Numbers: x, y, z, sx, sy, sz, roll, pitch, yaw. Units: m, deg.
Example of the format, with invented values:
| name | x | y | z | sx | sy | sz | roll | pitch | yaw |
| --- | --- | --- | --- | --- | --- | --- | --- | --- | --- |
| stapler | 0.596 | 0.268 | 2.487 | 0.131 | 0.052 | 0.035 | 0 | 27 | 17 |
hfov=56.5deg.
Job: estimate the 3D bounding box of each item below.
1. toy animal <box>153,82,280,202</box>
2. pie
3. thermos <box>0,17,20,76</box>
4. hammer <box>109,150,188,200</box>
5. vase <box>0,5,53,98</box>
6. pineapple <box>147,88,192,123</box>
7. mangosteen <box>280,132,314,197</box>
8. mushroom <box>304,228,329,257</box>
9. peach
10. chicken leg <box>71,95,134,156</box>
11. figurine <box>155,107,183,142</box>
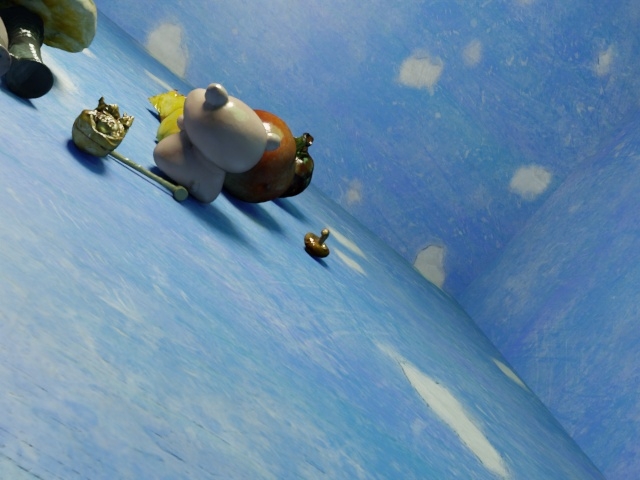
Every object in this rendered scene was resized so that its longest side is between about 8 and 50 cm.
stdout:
| name | x | y | z | sx | sy | sz | roll | pitch | yaw |
| --- | --- | --- | --- | --- | --- | --- | --- | --- | --- |
| toy animal | -0.246 | -0.205 | 1.304 | 0.229 | 0.221 | 0.210 | 8 | -24 | 43 |
| pie | -0.625 | -0.497 | 1.223 | 0.337 | 0.075 | 0.337 | 10 | -14 | 3 |
| thermos | -0.590 | -0.338 | 0.987 | 0.137 | 0.105 | 0.193 | -9 | 46 | -40 |
| hammer | -0.356 | -0.142 | 1.201 | 0.195 | 0.028 | 0.060 | 33 | 5 | -33 |
| vase | -0.567 | -0.355 | 1.134 | 0.115 | 0.115 | 0.237 | 31 | 18 | -47 |
| pineapple | -0.387 | -0.380 | 1.820 | 0.250 | 0.164 | 0.140 | 40 | 1 | 20 |
| mangosteen | -0.115 | -0.280 | 2.049 | 0.231 | 0.289 | 0.231 | 23 | 41 | -22 |
| mushroom | -0.010 | 0.005 | 1.728 | 0.088 | 0.073 | 0.129 | 58 | -20 | 19 |
| peach | -0.179 | -0.223 | 1.633 | 0.252 | 0.252 | 0.252 | 39 | 9 | -7 |
| chicken leg | -0.406 | -0.213 | 1.103 | 0.085 | 0.101 | 0.207 | 35 | 2 | -26 |
| figurine | -0.357 | -0.283 | 1.585 | 0.156 | 0.131 | 0.246 | 0 | 8 | -14 |
